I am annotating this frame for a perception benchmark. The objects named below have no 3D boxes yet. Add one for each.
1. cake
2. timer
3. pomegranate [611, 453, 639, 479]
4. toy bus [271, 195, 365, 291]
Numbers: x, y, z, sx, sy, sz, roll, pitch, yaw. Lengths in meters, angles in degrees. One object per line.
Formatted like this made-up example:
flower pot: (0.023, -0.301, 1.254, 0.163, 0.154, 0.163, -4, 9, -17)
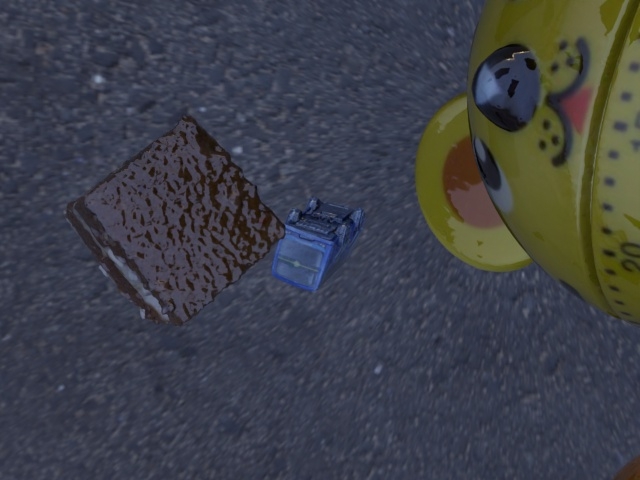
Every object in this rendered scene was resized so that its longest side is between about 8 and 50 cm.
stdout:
cake: (-0.128, -0.013, 1.077, 0.134, 0.147, 0.135, -41, 102, -24)
timer: (0.232, -0.112, 0.909, 0.387, 0.376, 0.376, 24, 99, 33)
pomegranate: (0.377, 0.300, 1.294, 0.209, 0.209, 0.209, 1, 95, 8)
toy bus: (0.002, 0.003, 1.691, 0.079, 0.236, 0.094, 15, 103, 10)
